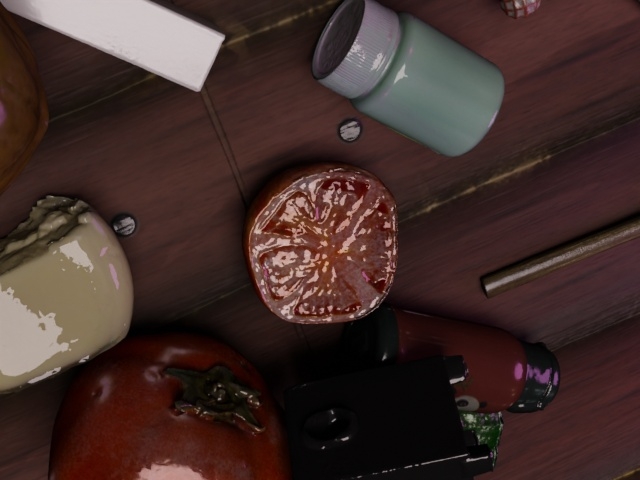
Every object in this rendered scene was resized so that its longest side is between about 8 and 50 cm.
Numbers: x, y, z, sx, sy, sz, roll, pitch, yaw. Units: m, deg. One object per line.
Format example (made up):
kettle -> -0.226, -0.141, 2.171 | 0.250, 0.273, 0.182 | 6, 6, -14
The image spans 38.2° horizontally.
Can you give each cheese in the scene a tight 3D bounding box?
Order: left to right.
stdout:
cheese -> -0.373, 0.066, 1.174 | 0.266, 0.127, 0.233 | -26, 115, -7

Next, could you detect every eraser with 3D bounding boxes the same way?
eraser -> -0.265, -0.273, 1.081 | 0.298, 0.076, 0.078 | 20, 107, -23

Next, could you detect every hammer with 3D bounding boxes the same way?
hammer -> 0.420, 0.010, 1.435 | 0.365, 0.043, 0.111 | -21, 119, -4

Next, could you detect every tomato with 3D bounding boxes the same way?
tomato -> -0.198, 0.296, 1.246 | 0.325, 0.293, 0.290 | 21, 121, -29
tomato -> 0.000, 0.000, 1.272 | 0.236, 0.095, 0.237 | -6, 111, -15

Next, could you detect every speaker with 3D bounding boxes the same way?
speaker -> 0.098, 0.301, 1.250 | 0.253, 0.184, 0.232 | -13, 130, 3

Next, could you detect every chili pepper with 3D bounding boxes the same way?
chili pepper -> 0.151, 0.317, 1.453 | 0.270, 0.099, 0.136 | 1, 133, -18

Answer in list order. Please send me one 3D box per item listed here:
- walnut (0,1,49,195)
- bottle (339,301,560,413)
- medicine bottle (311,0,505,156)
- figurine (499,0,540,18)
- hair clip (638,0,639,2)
walnut -> -0.474, -0.151, 0.915 | 0.397, 0.354, 0.308 | 10, 102, -17
bottle -> 0.206, 0.184, 1.388 | 0.336, 0.144, 0.144 | 11, 110, -22
medicine bottle -> 0.114, -0.210, 1.186 | 0.225, 0.139, 0.139 | 24, 105, -25
figurine -> 0.236, -0.402, 1.126 | 0.369, 0.167, 0.281 | -6, 119, -6
hair clip -> 0.447, -0.351, 1.235 | 0.066, 0.036, 0.229 | -50, 152, 15
